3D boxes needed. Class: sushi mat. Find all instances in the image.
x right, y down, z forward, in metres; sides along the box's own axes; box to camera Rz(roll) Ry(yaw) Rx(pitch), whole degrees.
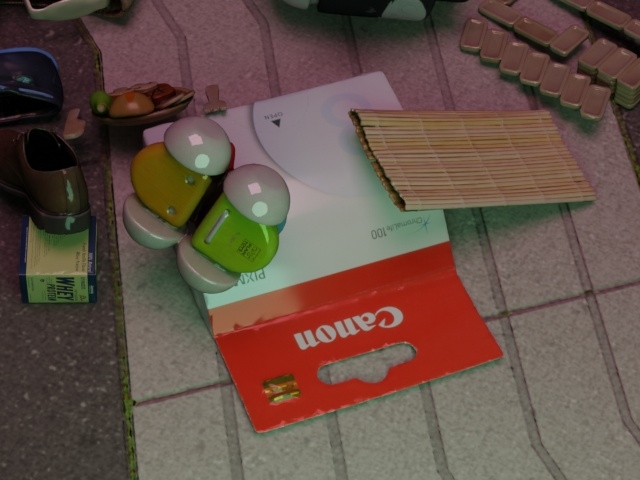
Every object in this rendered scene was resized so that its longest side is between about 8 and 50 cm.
[{"bbox_3d":[0.183,-0.099,1.777,0.316,0.019,0.151,-4,56,-38],"label":"sushi mat"}]

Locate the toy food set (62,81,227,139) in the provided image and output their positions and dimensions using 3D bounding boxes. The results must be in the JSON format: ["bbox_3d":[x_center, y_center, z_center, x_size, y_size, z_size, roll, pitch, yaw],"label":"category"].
[{"bbox_3d":[-0.211,-0.169,1.785,0.192,0.039,0.132,-11,21,-4],"label":"toy food set"}]

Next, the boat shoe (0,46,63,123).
[{"bbox_3d":[-0.427,-0.167,1.769,0.258,0.109,0.089,-17,62,-16],"label":"boat shoe"}]

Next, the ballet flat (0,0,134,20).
[{"bbox_3d":[-0.383,-0.328,1.894,0.316,0.107,0.106,1,62,-5],"label":"ballet flat"}]

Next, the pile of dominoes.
[{"bbox_3d":[0.314,-0.251,1.981,0.251,0.040,0.196,33,57,25],"label":"pile of dominoes"}]

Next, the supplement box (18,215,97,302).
[{"bbox_3d":[-0.291,0.021,1.679,0.083,0.056,0.083,0,54,-7],"label":"supplement box"}]

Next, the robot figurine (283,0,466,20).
[{"bbox_3d":[0.062,-0.375,1.936,0.278,0.209,0.174,4,75,-5],"label":"robot figurine"}]

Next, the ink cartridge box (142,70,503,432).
[{"bbox_3d":[0.000,0.000,1.713,0.308,0.091,0.385,-15,57,-17],"label":"ink cartridge box"}]

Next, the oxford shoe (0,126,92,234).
[{"bbox_3d":[-0.317,-0.092,1.702,0.082,0.096,0.227,-14,29,-31],"label":"oxford shoe"}]

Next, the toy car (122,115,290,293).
[{"bbox_3d":[-0.111,-0.046,1.619,0.182,0.159,0.136,39,31,5],"label":"toy car"}]
